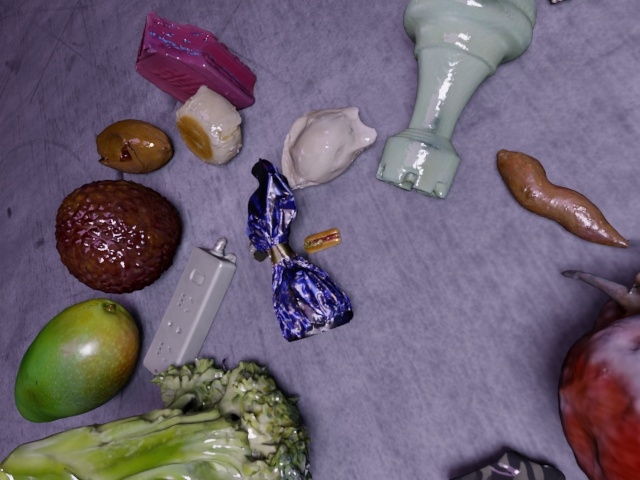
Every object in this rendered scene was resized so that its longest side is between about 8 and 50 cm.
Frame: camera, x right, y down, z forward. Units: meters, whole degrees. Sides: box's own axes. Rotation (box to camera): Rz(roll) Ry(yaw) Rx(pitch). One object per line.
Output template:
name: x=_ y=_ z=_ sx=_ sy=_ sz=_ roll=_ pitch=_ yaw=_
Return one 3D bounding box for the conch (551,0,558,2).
conch: x=0.386 y=-0.476 z=0.586 sx=0.178 sy=0.163 sz=0.245 roll=56 pitch=137 yaw=42

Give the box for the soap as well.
soap: x=-0.277 y=-0.373 z=0.865 sx=0.162 sy=0.250 sz=0.099 roll=-5 pitch=75 yaw=30

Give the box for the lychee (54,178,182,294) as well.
lychee: x=-0.443 y=-0.011 z=0.885 sx=0.261 sy=0.261 sz=0.260 roll=-7 pitch=76 yaw=27

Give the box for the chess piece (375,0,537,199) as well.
chess piece: x=0.188 y=-0.223 z=0.626 sx=0.195 sy=0.195 sz=0.299 roll=23 pitch=99 yaw=31

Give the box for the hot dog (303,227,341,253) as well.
hot dog: x=0.000 y=0.000 z=0.762 sx=0.083 sy=0.021 sz=0.037 roll=-21 pitch=68 yaw=22

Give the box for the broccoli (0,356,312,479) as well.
broccoli: x=-0.187 y=0.325 z=0.583 sx=0.353 sy=0.397 sz=0.274 roll=-6 pitch=77 yaw=20

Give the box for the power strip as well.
power strip: x=-0.275 y=0.150 z=0.857 sx=0.098 sy=0.058 sz=0.338 roll=24 pitch=91 yaw=31

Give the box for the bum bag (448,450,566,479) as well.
bum bag: x=0.237 y=0.444 z=0.492 sx=0.144 sy=0.095 sz=0.340 roll=-2 pitch=79 yaw=13

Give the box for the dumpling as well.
dumpling: x=0.004 y=-0.178 z=0.745 sx=0.199 sy=0.118 sz=0.136 roll=-22 pitch=72 yaw=18

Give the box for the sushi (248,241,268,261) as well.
sushi: x=-0.111 y=0.001 z=0.819 sx=0.083 sy=0.044 sz=0.046 roll=-50 pitch=39 yaw=8

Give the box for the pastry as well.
pastry: x=-0.240 y=-0.243 z=0.876 sx=0.166 sy=0.165 sz=0.088 roll=21 pitch=53 yaw=31

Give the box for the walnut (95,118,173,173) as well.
walnut: x=-0.477 y=-0.239 z=1.020 sx=0.245 sy=0.137 sz=0.137 roll=11 pitch=84 yaw=27

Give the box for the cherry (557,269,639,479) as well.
cherry: x=0.417 y=0.151 z=0.364 sx=0.335 sy=0.291 sz=0.326 roll=24 pitch=80 yaw=12

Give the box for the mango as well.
mango: x=-0.555 y=0.286 z=0.900 sx=0.382 sy=0.201 sz=0.225 roll=-41 pitch=73 yaw=18

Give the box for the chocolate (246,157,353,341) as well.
chocolate: x=-0.068 y=0.011 z=0.713 sx=0.126 sy=0.148 sz=0.343 roll=-21 pitch=74 yaw=-18

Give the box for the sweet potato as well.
sweet potato: x=0.332 y=-0.058 z=0.575 sx=0.065 sy=0.051 sz=0.218 roll=-44 pitch=62 yaw=11
